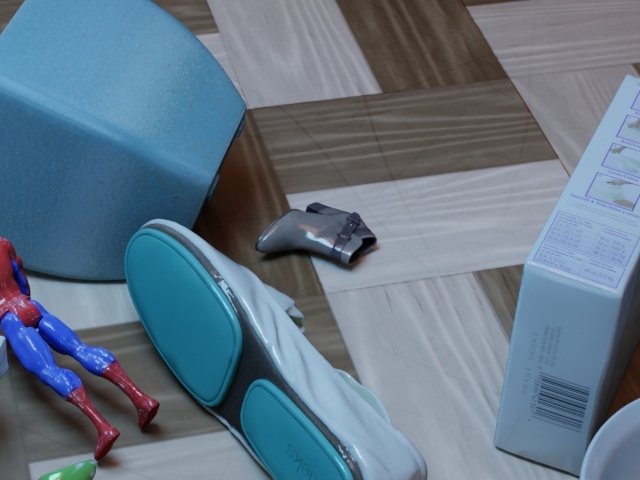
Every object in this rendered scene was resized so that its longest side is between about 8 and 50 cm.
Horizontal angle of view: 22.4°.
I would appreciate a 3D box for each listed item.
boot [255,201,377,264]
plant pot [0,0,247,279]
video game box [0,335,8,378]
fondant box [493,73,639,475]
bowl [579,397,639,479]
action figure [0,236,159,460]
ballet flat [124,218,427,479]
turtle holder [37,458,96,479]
[{"bbox_3d":[0.000,0.000,1.737,0.087,0.042,0.118,34,49,27],"label":"boot"},{"bbox_3d":[-0.224,-0.105,1.696,0.252,0.247,0.248,24,42,-3],"label":"plant pot"},{"bbox_3d":[-0.401,0.137,1.417,0.205,0.048,0.187,11,36,5],"label":"video game box"},{"bbox_3d":[0.276,0.028,1.576,0.096,0.238,0.330,17,43,16],"label":"fondant box"},{"bbox_3d":[0.359,0.271,1.382,0.297,0.134,0.298,3,40,-2],"label":"bowl"},{"bbox_3d":[-0.289,0.104,1.569,0.280,0.139,0.091,47,50,11],"label":"action figure"},{"bbox_3d":[-0.042,0.126,1.541,0.139,0.139,0.400,-23,52,-28],"label":"ballet flat"},{"bbox_3d":[-0.262,0.318,1.173,0.320,0.243,0.227,-6,70,-56],"label":"turtle holder"}]
